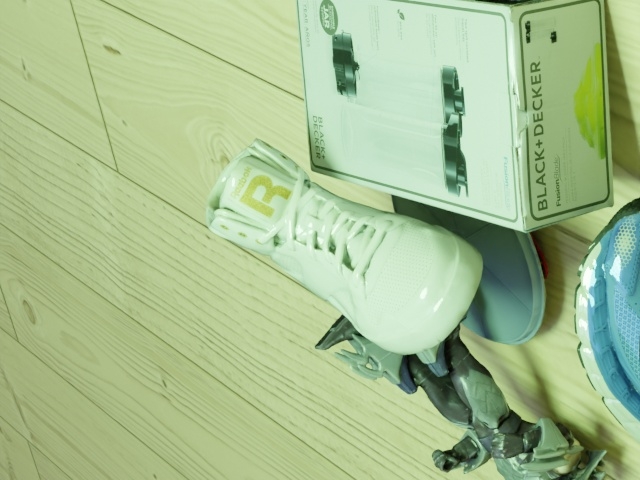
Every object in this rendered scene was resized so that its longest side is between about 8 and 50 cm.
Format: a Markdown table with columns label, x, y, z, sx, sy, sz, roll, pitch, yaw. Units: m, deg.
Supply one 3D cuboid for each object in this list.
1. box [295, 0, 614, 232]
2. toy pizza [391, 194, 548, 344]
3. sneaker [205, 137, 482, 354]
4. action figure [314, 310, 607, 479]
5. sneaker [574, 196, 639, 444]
| label | x | y | z | sx | sy | sz | roll | pitch | yaw |
| --- | --- | --- | --- | --- | --- | --- | --- | --- | --- |
| box | 0.097 | -0.117 | 1.500 | 0.290 | 0.087 | 0.169 | 17 | 117 | 56 |
| toy pizza | 0.130 | -0.004 | 1.659 | 0.201 | 0.032 | 0.201 | 45 | 151 | 33 |
| sneaker | 0.000 | 0.000 | 1.550 | 0.169 | 0.108 | 0.292 | 30 | 174 | -23 |
| action figure | 0.137 | 0.150 | 1.684 | 0.285 | 0.099 | 0.185 | 45 | 153 | -6 |
| sneaker | 0.297 | 0.115 | 1.395 | 0.147 | 0.130 | 0.330 | -13 | 106 | 48 |
